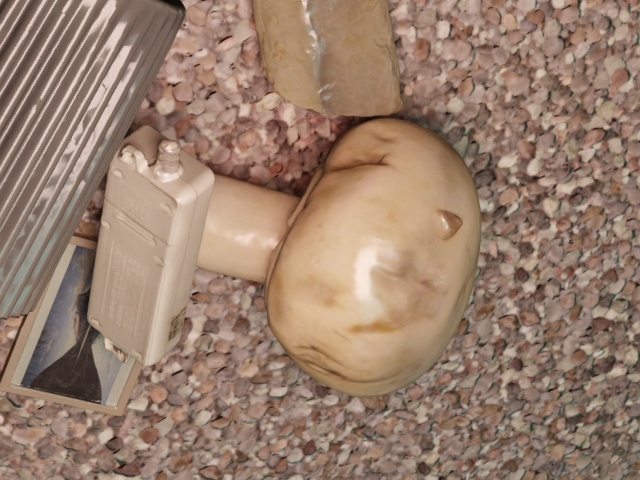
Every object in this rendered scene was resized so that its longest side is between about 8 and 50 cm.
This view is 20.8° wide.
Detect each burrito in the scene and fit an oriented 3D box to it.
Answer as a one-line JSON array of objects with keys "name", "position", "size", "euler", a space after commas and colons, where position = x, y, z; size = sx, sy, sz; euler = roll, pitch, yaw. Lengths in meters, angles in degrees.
[{"name": "burrito", "position": [0.002, -0.251, 1.760], "size": [0.143, 0.105, 0.299], "euler": [-17, 120, -14]}]

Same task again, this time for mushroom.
[{"name": "mushroom", "position": [0.000, 0.000, 1.828], "size": [0.336, 0.314, 0.314], "euler": [19, 113, 4]}]

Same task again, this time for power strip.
[{"name": "power strip", "position": [-0.174, 0.006, 1.758], "size": [0.058, 0.098, 0.338], "euler": [-42, 161, -36]}]

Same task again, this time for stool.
[{"name": "stool", "position": [-0.311, -0.141, 1.610], "size": [0.297, 0.297, 0.330], "euler": [27, 101, -30]}]

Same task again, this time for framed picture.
[{"name": "framed picture", "position": [-0.251, 0.093, 1.913], "size": [0.150, 0.015, 0.203], "euler": [16, 111, -25]}]
